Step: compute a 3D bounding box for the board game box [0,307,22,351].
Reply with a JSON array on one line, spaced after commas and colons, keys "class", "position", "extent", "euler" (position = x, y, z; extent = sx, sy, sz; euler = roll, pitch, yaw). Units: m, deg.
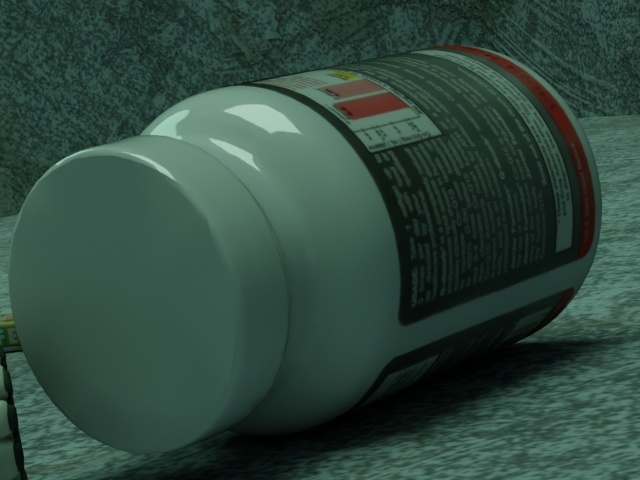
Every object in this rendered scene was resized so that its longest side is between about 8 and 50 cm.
[{"class": "board game box", "position": [-0.259, 0.078, 1.727], "extent": [0.154, 0.026, 0.103], "euler": [-7, 6, 24]}]

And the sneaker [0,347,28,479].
[{"class": "sneaker", "position": [-0.286, 0.097, 1.097], "extent": [0.147, 0.129, 0.330], "euler": [-10, 5, -26]}]

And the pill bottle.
[{"class": "pill bottle", "position": [0.000, 0.000, 1.163], "extent": [0.210, 0.210, 0.363], "euler": [-5, 7, 38]}]
